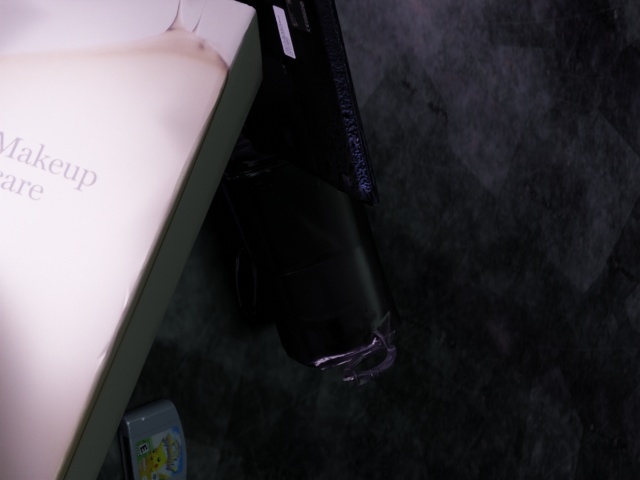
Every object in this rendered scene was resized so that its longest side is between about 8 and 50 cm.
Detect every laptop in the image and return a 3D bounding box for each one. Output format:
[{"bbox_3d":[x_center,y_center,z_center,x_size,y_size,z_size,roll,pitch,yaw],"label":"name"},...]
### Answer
[{"bbox_3d":[-0.016,-0.190,0.804,0.137,0.264,0.234,-33,128,-23],"label":"laptop"}]

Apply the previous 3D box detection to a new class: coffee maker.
[{"bbox_3d":[0.000,0.000,0.899,0.120,0.171,0.178,-29,114,-25],"label":"coffee maker"}]

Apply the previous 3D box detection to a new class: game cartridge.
[{"bbox_3d":[-0.131,0.171,0.884,0.056,0.017,0.083,-19,107,-49],"label":"game cartridge"}]

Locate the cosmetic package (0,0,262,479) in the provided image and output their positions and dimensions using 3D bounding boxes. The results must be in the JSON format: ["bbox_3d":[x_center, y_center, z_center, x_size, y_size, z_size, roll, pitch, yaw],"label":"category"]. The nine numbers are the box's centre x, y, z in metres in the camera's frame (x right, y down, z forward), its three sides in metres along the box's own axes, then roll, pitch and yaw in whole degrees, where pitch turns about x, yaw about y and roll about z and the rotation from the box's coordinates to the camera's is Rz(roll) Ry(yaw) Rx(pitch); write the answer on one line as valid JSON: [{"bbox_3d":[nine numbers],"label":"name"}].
[{"bbox_3d":[-0.162,-0.012,0.676,0.113,0.160,0.309,94,15,-75],"label":"cosmetic package"}]
